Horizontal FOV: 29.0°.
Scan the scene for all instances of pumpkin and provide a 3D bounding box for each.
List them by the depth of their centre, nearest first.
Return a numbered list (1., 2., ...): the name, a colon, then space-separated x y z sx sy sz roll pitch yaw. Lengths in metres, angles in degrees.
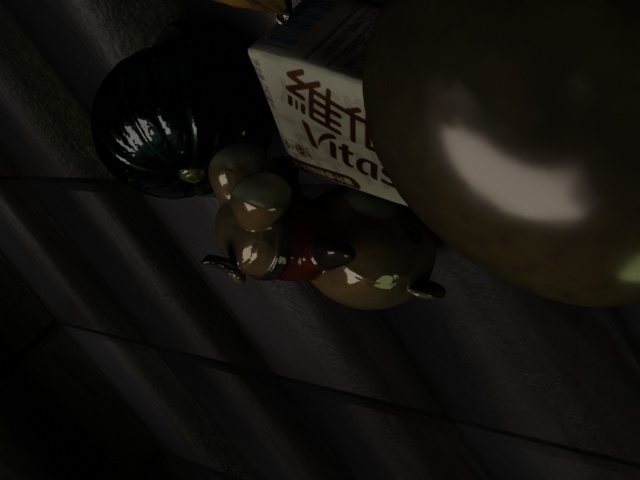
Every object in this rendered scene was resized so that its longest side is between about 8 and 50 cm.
1. pumpkin: -0.192 -0.186 1.672 0.248 0.248 0.248 34 153 20

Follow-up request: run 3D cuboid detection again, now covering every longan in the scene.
1. longan: 0.212 -0.122 1.048 0.361 0.361 0.361 34 153 20

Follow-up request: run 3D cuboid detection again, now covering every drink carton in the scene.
1. drink carton: 0.088 -0.147 1.394 0.325 0.132 0.194 21 148 37

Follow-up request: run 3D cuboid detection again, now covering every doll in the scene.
1. doll: 0.000 0.000 1.591 0.330 0.174 0.235 14 -163 -28

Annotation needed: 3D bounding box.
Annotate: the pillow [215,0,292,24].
1. pillow: -0.183 -0.403 1.388 0.310 0.119 0.312 21 140 34
